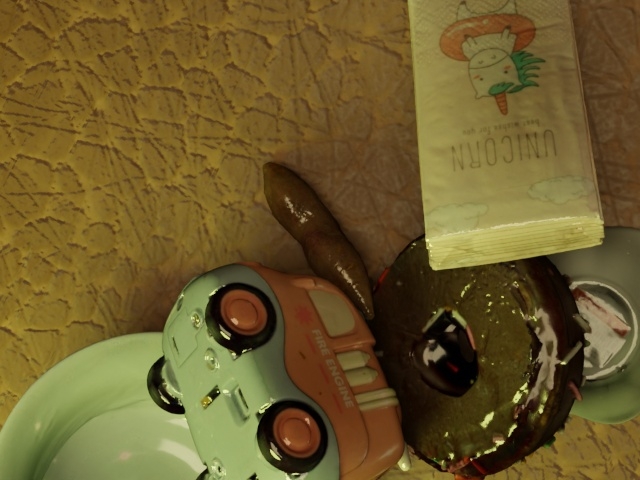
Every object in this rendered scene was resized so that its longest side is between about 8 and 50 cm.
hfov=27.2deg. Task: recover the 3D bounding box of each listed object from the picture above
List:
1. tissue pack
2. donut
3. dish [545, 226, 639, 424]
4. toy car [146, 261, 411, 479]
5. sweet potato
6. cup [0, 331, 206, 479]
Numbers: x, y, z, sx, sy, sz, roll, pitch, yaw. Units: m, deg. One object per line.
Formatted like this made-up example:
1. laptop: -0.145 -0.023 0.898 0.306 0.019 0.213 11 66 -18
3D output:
1. tissue pack: 0.177 -0.136 1.318 0.170 0.071 0.325 -7 59 10
2. donut: 0.157 0.110 1.349 0.270 0.103 0.269 -3 85 49
3. dish: 0.279 0.089 1.386 0.229 0.081 0.229 1 93 10
4. toy car: -0.029 0.148 1.318 0.180 0.212 0.270 -47 62 48
5. sweet potato: 0.002 0.000 1.428 0.051 0.065 0.218 -44 67 19
6. cup: -0.180 0.284 1.405 0.347 0.163 0.347 5 68 -13
